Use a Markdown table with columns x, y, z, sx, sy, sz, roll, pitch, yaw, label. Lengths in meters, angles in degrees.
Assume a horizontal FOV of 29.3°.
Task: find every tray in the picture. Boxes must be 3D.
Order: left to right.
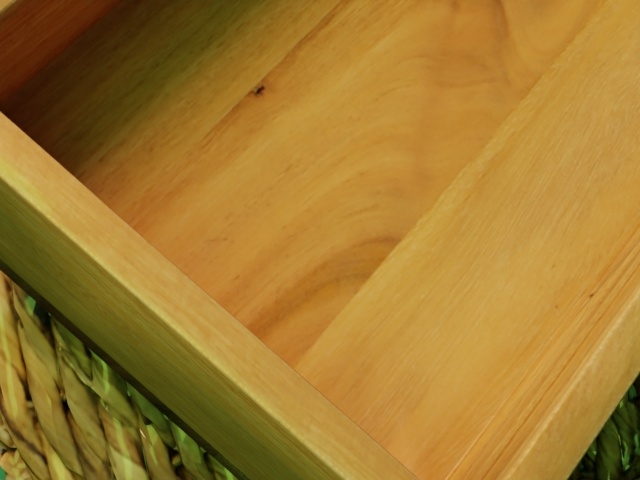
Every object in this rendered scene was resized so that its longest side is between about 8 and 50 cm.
| x | y | z | sx | sy | sz | roll | pitch | yaw | label |
| --- | --- | --- | --- | --- | --- | --- | --- | --- | --- |
| 0.077 | -0.104 | 0.419 | 0.203 | 0.076 | 0.411 | 41 | 63 | 2 | tray |

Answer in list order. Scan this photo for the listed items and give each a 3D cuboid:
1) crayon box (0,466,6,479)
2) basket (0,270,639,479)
| x | y | z | sx | sy | sz | roll | pitch | yaw | label |
| --- | --- | --- | --- | --- | --- | --- | --- | --- | --- |
| -0.288 | 0.100 | 0.625 | 0.165 | 0.081 | 0.278 | -43 | 75 | 8 | crayon box |
| 0.000 | 0.000 | 0.483 | 0.223 | 0.213 | 0.299 | -18 | 80 | 15 | basket |
